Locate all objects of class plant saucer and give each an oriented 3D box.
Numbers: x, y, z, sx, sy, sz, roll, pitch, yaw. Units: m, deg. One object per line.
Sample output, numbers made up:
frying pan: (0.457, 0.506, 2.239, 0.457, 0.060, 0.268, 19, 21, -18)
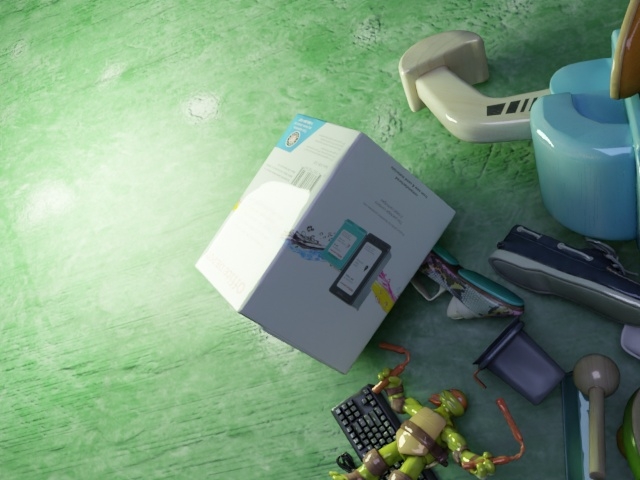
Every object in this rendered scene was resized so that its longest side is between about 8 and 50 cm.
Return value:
plant saucer: (0.320, 0.256, 0.896, 0.018, 0.067, 0.192, 2, 74, -2)

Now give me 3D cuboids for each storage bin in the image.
storage bin: (0.253, 0.163, 0.922, 0.091, 0.135, 0.098, 43, 93, 17)

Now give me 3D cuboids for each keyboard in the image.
keyboard: (0.077, 0.301, 1.006, 0.108, 0.023, 0.180, -38, 63, 8)

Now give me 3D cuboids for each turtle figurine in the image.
turtle figurine: (0.118, 0.261, 0.951, 0.217, 0.087, 0.269, -42, 44, -13)

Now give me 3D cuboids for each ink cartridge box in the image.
ink cartridge box: (0.000, 0.000, 0.996, 0.270, 0.197, 0.198, -55, 31, -1)

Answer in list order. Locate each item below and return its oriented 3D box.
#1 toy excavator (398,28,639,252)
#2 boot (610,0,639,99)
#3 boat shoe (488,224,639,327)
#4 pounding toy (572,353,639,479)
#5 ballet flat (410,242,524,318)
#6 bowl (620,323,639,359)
toy excavator: (0.315, -0.151, 0.921, 0.445, 0.222, 0.432, -6, 48, 17)
boot: (0.440, -0.242, 0.726, 0.211, 0.104, 0.295, 25, 75, 26)
boat shoe: (0.341, 0.042, 0.928, 0.255, 0.095, 0.079, 20, 70, 47)
pounding toy: (0.382, 0.254, 0.842, 0.237, 0.110, 0.183, 25, 48, -8)
ballet flat: (0.183, 0.060, 1.018, 0.221, 0.077, 0.079, 38, 109, 32)
bowl: (0.456, 0.102, 0.876, 0.142, 0.053, 0.142, 21, 80, 55)
